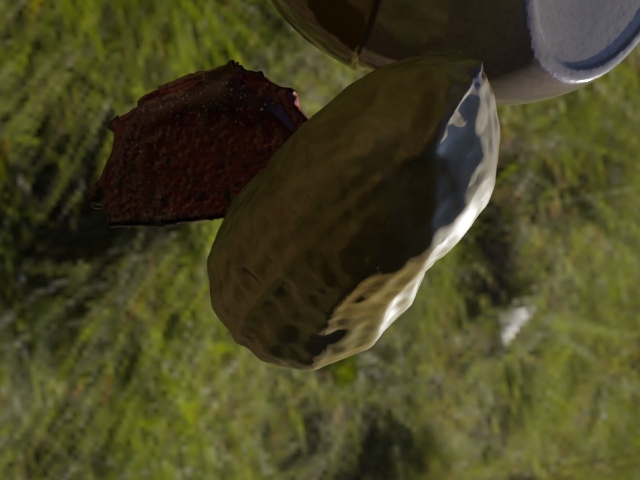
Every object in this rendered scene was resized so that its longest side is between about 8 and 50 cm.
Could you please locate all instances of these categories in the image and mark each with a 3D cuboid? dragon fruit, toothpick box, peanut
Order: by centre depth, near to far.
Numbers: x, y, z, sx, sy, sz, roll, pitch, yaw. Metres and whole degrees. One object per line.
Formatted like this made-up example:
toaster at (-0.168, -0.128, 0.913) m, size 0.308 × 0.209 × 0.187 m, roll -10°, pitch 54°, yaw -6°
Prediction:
peanut at (0.021, -0.011, 1.293) m, size 0.340 × 0.174 × 0.158 m, roll 130°, pitch -54°, yaw -60°
toothpick box at (0.123, -0.348, 1.752) m, size 0.425 × 0.409 × 0.409 m, roll 26°, pitch -39°, yaw 36°
dragon fruit at (-0.106, -0.085, 1.776) m, size 0.189 × 0.262 × 0.163 m, roll 67°, pitch 17°, yaw -69°
